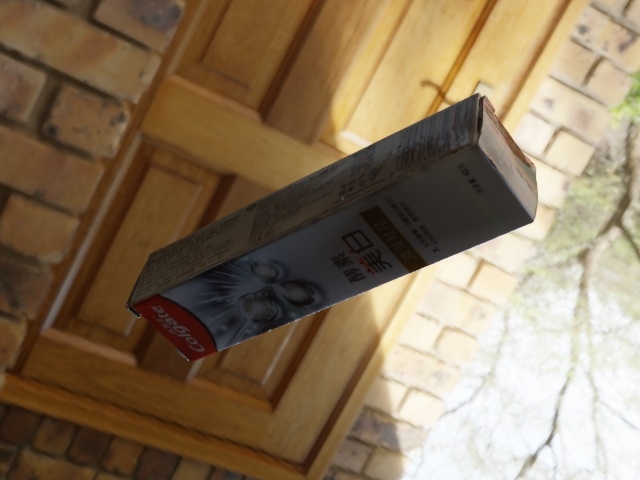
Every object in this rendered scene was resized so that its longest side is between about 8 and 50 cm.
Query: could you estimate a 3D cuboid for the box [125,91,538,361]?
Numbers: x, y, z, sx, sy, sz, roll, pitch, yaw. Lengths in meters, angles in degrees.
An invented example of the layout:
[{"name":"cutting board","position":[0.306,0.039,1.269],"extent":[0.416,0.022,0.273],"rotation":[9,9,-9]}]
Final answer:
[{"name":"box","position":[0.000,0.000,0.530],"extent":[0.055,0.218,0.039],"rotation":[46,-144,-27]}]
